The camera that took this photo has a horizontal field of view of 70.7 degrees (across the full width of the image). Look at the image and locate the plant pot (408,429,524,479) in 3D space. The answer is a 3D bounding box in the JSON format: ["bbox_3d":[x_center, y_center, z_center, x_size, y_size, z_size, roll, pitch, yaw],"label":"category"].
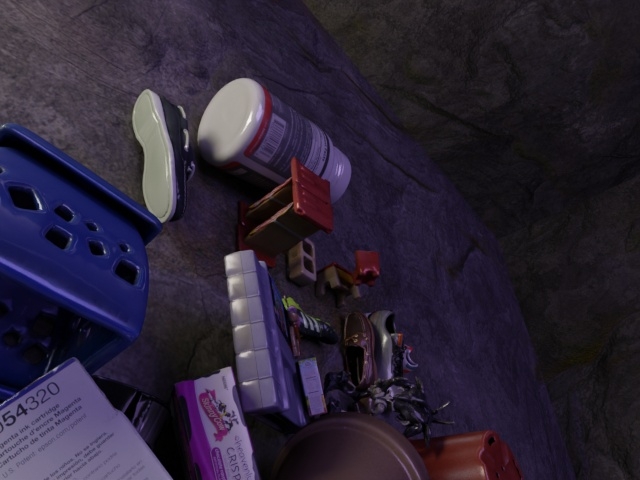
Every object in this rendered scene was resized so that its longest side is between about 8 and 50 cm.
[{"bbox_3d":[0.278,0.540,0.966,0.272,0.265,0.272,37,37,-35],"label":"plant pot"}]

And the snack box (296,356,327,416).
[{"bbox_3d":[-0.020,0.281,0.875,0.141,0.037,0.100,107,-28,-72],"label":"snack box"}]

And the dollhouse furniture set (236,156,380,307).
[{"bbox_3d":[0.000,0.000,1.080,0.374,0.201,0.152,33,39,-38],"label":"dollhouse furniture set"}]

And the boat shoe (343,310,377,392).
[{"bbox_3d":[0.093,0.267,1.117,0.073,0.073,0.207,29,41,-46],"label":"boat shoe"}]

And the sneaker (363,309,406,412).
[{"bbox_3d":[0.177,0.307,1.179,0.100,0.108,0.271,23,47,-50],"label":"sneaker"}]

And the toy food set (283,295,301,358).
[{"bbox_3d":[-0.047,0.168,0.860,0.078,0.019,0.122,83,-5,-64],"label":"toy food set"}]

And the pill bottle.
[{"bbox_3d":[-0.098,-0.216,1.113,0.363,0.210,0.210,25,45,-47],"label":"pill bottle"}]

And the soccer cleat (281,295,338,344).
[{"bbox_3d":[-0.034,0.196,1.008,0.179,0.060,0.072,39,45,-22],"label":"soccer cleat"}]

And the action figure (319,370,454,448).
[{"bbox_3d":[0.135,0.364,0.968,0.276,0.141,0.164,15,44,-10],"label":"action figure"}]

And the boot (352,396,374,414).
[{"bbox_3d":[0.111,0.411,1.056,0.118,0.042,0.087,-3,72,-55],"label":"boot"}]

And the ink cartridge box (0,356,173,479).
[{"bbox_3d":[-0.250,0.324,0.361,0.324,0.071,0.330,-36,74,-31],"label":"ink cartridge box"}]

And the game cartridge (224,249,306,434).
[{"bbox_3d":[-0.080,0.185,0.748,0.355,0.068,0.230,81,0,-63],"label":"game cartridge"}]

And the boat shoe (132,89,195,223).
[{"bbox_3d":[-0.287,-0.163,0.871,0.091,0.114,0.302,11,56,-46],"label":"boat shoe"}]

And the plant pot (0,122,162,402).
[{"bbox_3d":[-0.338,0.024,0.514,0.236,0.236,0.212,40,30,-31],"label":"plant pot"}]

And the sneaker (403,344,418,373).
[{"bbox_3d":[0.219,0.300,1.279,0.057,0.075,0.161,-15,77,-60],"label":"sneaker"}]

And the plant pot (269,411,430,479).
[{"bbox_3d":[0.020,0.401,0.639,0.263,0.263,0.229,68,13,14],"label":"plant pot"}]

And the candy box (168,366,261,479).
[{"bbox_3d":[-0.145,0.267,0.591,0.071,0.233,0.159,-11,72,-25],"label":"candy box"}]

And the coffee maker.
[{"bbox_3d":[-0.278,0.251,0.511,0.171,0.120,0.178,42,33,-27],"label":"coffee maker"}]
